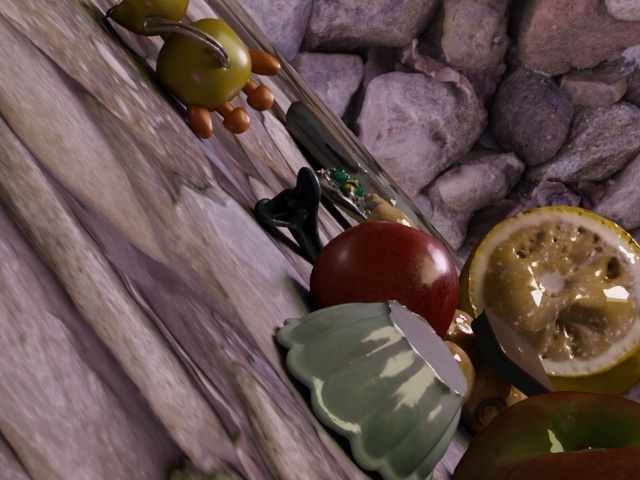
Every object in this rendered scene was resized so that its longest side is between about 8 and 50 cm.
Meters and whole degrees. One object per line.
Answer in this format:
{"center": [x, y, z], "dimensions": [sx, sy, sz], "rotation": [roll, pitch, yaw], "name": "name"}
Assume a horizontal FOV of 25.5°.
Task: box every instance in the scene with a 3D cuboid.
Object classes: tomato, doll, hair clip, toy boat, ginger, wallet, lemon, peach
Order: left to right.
{"center": [-0.146, -0.226, 1.671], "dimensions": [0.221, 0.143, 0.135], "rotation": [49, -27, -7], "name": "doll"}
{"center": [0.000, 0.000, 1.729], "dimensions": [0.048, 0.083, 0.275], "rotation": [47, -3, 30], "name": "hair clip"}
{"center": [0.084, -0.094, 2.585], "dimensions": [0.252, 0.083, 0.360], "rotation": [51, 6, 40], "name": "wallet"}
{"center": [0.065, 0.129, 1.317], "dimensions": [0.199, 0.100, 0.290], "rotation": [53, 9, 10], "name": "toy boat"}
{"center": [0.078, 0.059, 1.541], "dimensions": [0.167, 0.167, 0.167], "rotation": [50, 8, -9], "name": "tomato"}
{"center": [0.119, -0.004, 2.296], "dimensions": [0.321, 0.091, 0.138], "rotation": [50, 5, -15], "name": "hair clip"}
{"center": [0.180, 0.153, 1.871], "dimensions": [0.348, 0.122, 0.363], "rotation": [51, 5, -36], "name": "ginger"}
{"center": [0.391, 0.136, 2.363], "dimensions": [0.364, 0.364, 0.364], "rotation": [50, 8, -9], "name": "lemon"}
{"center": [0.218, 0.252, 1.152], "dimensions": [0.252, 0.252, 0.252], "rotation": [50, 8, -9], "name": "peach"}

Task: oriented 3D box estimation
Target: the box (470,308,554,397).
{"center": [0.241, 0.146, 1.787], "dimensions": [0.126, 0.031, 0.091], "rotation": [37, 23, -40], "name": "box"}

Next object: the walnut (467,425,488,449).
{"center": [0.227, 0.273, 1.494], "dimensions": [0.137, 0.137, 0.245], "rotation": [47, -1, -29], "name": "walnut"}
